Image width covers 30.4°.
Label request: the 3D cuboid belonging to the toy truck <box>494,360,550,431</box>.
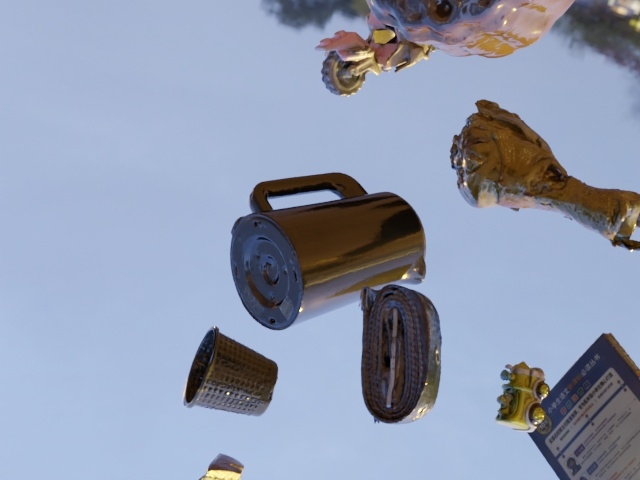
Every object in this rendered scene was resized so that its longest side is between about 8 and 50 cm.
[{"bbox_3d":[0.320,0.251,1.914,0.077,0.111,0.076,19,165,-24],"label":"toy truck"}]

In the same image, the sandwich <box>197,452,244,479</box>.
[{"bbox_3d":[-0.226,0.553,2.723,0.088,0.090,0.244,25,179,5],"label":"sandwich"}]

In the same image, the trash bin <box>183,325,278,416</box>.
[{"bbox_3d":[-0.176,0.279,2.407,0.161,0.175,0.175,20,-166,-16],"label":"trash bin"}]

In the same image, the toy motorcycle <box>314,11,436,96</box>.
[{"bbox_3d":[0.121,-0.432,2.419,0.327,0.188,0.143,-30,-156,-25],"label":"toy motorcycle"}]

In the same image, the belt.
[{"bbox_3d":[0.131,0.181,1.850,0.122,0.218,0.128,-1,169,20],"label":"belt"}]

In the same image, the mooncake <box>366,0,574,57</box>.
[{"bbox_3d":[0.191,-0.402,1.534,0.324,0.324,0.187,27,-162,28],"label":"mooncake"}]

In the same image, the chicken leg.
[{"bbox_3d":[0.388,-0.101,2.027,0.201,0.153,0.429,-33,-137,-27],"label":"chicken leg"}]

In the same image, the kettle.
[{"bbox_3d":[0.001,0.014,2.099,0.308,0.203,0.262,-15,-153,-38],"label":"kettle"}]

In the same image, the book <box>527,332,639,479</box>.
[{"bbox_3d":[0.618,0.443,2.425,0.039,0.300,0.428,10,-143,-42],"label":"book"}]
